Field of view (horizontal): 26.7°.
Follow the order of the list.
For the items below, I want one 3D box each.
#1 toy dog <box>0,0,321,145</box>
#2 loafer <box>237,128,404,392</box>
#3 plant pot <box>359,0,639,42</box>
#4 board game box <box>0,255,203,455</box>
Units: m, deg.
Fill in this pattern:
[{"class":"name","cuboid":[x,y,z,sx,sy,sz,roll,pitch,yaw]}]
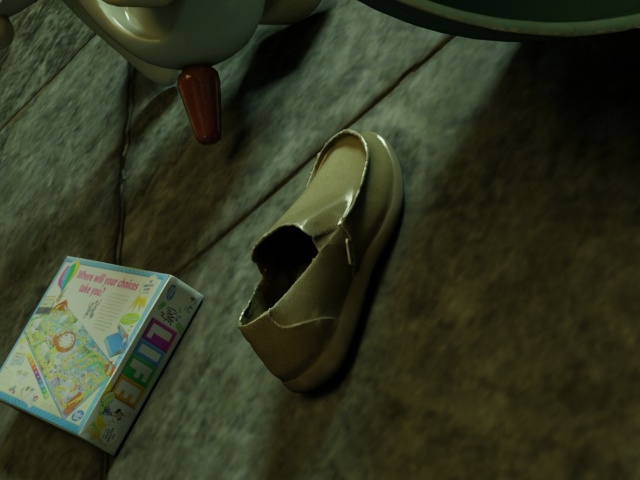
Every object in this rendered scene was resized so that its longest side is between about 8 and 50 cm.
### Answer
[{"class":"toy dog","cuboid":[-0.137,-0.146,0.901,0.333,0.220,0.161,-169,81,-66]},{"class":"loafer","cuboid":[0.000,0.000,0.651,0.056,0.050,0.148,-24,41,42]},{"class":"plant pot","cuboid":[0.076,-0.217,0.577,0.293,0.293,0.196,-56,3,-3]},{"class":"board game box","cuboid":[-0.139,0.064,0.810,0.154,0.026,0.103,7,65,58]}]
